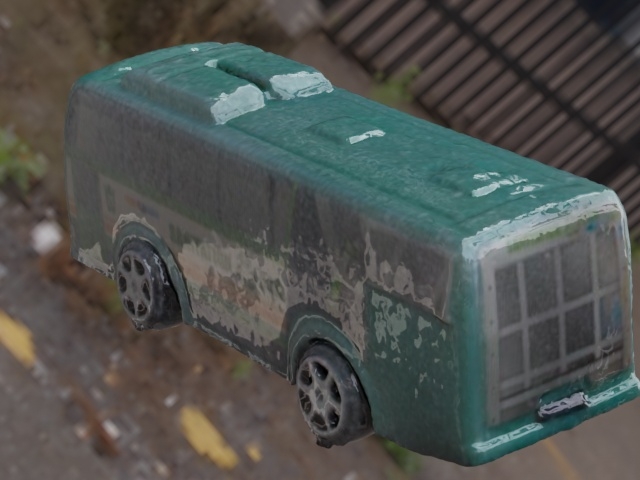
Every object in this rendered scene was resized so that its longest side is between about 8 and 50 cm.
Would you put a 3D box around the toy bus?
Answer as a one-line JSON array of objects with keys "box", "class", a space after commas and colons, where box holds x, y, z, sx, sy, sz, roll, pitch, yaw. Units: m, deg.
[{"box": [0.000, 0.000, 0.712, 0.091, 0.109, 0.261, -19, 27, -33], "class": "toy bus"}]
